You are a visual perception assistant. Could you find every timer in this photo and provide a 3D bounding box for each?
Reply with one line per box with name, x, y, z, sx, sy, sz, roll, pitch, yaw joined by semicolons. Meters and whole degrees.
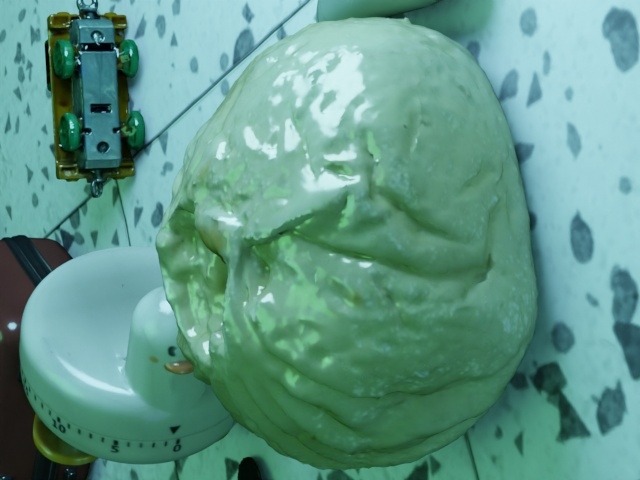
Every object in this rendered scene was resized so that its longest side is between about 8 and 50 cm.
timer;-0.168;0.092;1.375;0.233;0.233;0.240;53;145;39

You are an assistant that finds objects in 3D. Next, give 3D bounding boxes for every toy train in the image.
toy train;-0.262;-0.162;1.627;0.136;0.091;0.227;-176;82;-66

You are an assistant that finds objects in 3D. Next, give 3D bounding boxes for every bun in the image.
bun;0.000;0.000;1.134;0.349;0.227;0.352;55;133;40

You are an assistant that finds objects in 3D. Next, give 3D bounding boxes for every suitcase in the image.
suitcase;-0.368;0.162;1.746;0.236;0.161;0.297;44;129;46

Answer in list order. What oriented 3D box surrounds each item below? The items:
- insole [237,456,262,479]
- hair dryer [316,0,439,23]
insole;-0.041;0.328;1.402;0.086;0.005;0.253;-55;47;54
hair dryer;0.053;-0.293;1.190;0.206;0.075;0.237;-14;74;62
